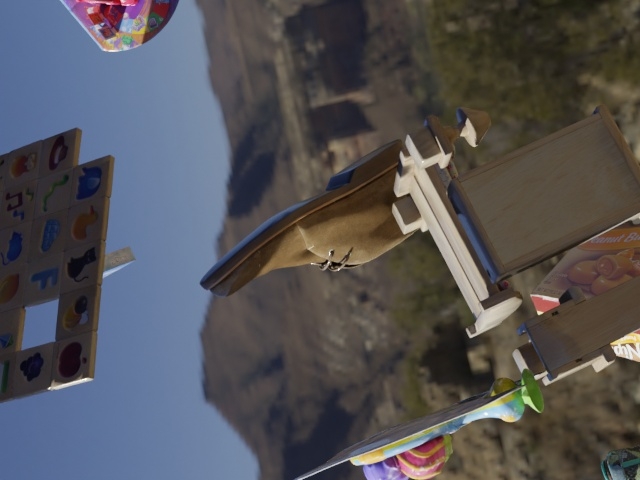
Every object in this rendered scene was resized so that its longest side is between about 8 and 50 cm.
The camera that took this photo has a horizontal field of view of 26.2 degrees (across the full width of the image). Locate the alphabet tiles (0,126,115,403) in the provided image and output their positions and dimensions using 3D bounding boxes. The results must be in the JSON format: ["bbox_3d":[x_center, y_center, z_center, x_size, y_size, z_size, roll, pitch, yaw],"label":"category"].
[{"bbox_3d":[-0.253,0.024,1.129,0.009,0.198,0.237,37,-134,-48],"label":"alphabet tiles"}]

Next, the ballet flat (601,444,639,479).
[{"bbox_3d":[0.376,0.269,1.548,0.188,0.070,0.070,28,-135,-59],"label":"ballet flat"}]

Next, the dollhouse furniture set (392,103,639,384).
[{"bbox_3d":[0.225,0.011,1.459,0.355,0.174,0.303,92,153,-75],"label":"dollhouse furniture set"}]

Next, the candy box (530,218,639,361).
[{"bbox_3d":[0.441,0.016,1.783,0.183,0.316,0.087,12,138,46],"label":"candy box"}]

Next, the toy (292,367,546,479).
[{"bbox_3d":[0.103,0.191,1.293,0.056,0.237,0.137,64,-158,7],"label":"toy"}]

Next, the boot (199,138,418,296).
[{"bbox_3d":[0.000,0.000,1.655,0.115,0.305,0.112,61,165,-8],"label":"boot"}]

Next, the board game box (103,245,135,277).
[{"bbox_3d":[-0.261,0.040,1.487,0.090,0.090,0.020,-23,-94,-50],"label":"board game box"}]

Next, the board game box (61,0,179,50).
[{"bbox_3d":[-0.230,-0.287,1.467,0.168,0.133,0.033,50,-161,-1],"label":"board game box"}]
